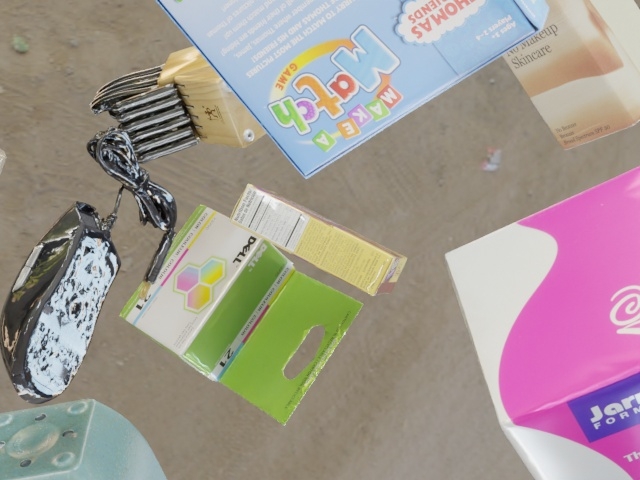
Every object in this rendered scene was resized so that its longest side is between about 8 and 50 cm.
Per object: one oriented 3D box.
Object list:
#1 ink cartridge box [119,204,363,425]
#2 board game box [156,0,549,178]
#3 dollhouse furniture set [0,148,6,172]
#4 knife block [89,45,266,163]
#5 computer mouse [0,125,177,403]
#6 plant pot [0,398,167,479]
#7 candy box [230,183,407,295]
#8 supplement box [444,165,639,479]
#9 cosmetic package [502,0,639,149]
[{"bbox_3d":[-0.102,0.087,1.252,0.188,0.255,0.097,-56,140,-11],"label":"ink cartridge box"},{"bbox_3d":[-0.013,-0.152,0.493,0.211,0.160,0.039,50,36,-14],"label":"board game box"},{"bbox_3d":[-0.451,-0.049,0.615,0.362,0.394,0.256,-63,179,19],"label":"dollhouse furniture set"},{"bbox_3d":[-0.135,-0.192,1.202,0.276,0.242,0.088,-39,125,-29],"label":"knife block"},{"bbox_3d":[-0.223,0.036,0.940,0.184,0.060,0.262,56,48,-62],"label":"computer mouse"},{"bbox_3d":[-0.344,0.358,1.308,0.248,0.247,0.252,-96,177,-61],"label":"plant pot"},{"bbox_3d":[0.000,0.000,1.128,0.053,0.187,0.109,-63,167,5],"label":"candy box"},{"bbox_3d":[0.161,0.086,0.486,0.220,0.111,0.114,54,17,-37],"label":"supplement box"},{"bbox_3d":[0.340,-0.292,1.360,0.129,0.153,0.296,-39,98,-26],"label":"cosmetic package"}]
